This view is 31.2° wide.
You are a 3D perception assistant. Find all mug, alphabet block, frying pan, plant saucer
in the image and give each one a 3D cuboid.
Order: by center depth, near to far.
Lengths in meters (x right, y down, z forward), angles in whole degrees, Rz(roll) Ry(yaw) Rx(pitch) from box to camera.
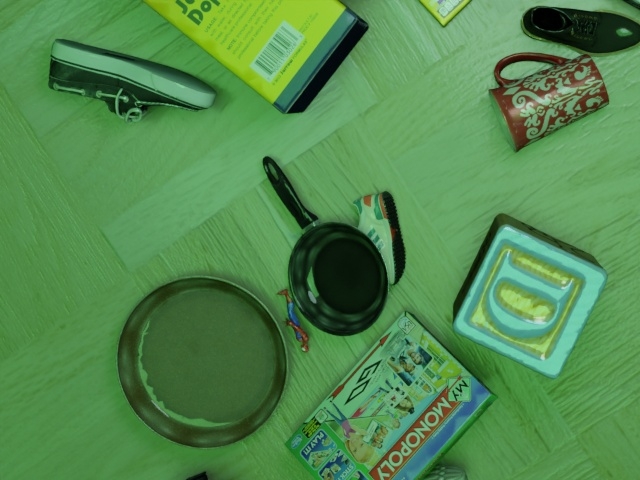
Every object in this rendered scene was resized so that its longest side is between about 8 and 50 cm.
[{"bbox_3d":[0.334,0.084,1.860,0.192,0.197,0.194,27,99,4],"label":"alphabet block"},{"bbox_3d":[0.366,-0.244,1.861,0.169,0.113,0.150,-23,95,6],"label":"mug"},{"bbox_3d":[-0.012,0.025,1.968,0.326,0.053,0.197,40,116,19],"label":"frying pan"},{"bbox_3d":[-0.206,0.212,2.022,0.310,0.050,0.311,1,98,7],"label":"plant saucer"}]

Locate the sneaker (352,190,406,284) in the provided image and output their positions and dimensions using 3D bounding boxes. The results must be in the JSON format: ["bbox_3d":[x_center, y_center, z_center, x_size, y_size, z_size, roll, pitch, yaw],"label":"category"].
[{"bbox_3d":[0.096,-0.002,1.960,0.075,0.057,0.161,-7,98,26],"label":"sneaker"}]

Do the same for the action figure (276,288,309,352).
[{"bbox_3d":[-0.047,0.142,1.999,0.030,0.038,0.115,-26,92,-12],"label":"action figure"}]

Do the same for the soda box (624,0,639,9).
[{"bbox_3d":[0.498,-0.435,1.828,0.286,0.091,0.098,30,101,3],"label":"soda box"}]

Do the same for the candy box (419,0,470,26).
[{"bbox_3d":[0.242,-0.462,1.891,0.206,0.027,0.105,-44,87,10],"label":"candy box"}]

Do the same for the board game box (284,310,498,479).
[{"bbox_3d":[0.116,0.306,1.937,0.317,0.046,0.213,-49,62,6],"label":"board game box"}]

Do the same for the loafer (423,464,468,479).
[{"bbox_3d":[0.116,0.480,1.988,0.319,0.112,0.112,-23,98,17],"label":"loafer"}]

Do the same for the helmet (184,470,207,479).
[{"bbox_3d":[-0.214,0.496,2.000,0.169,0.161,0.170,1,97,7],"label":"helmet"}]

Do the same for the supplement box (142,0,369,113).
[{"bbox_3d":[-0.123,-0.390,1.863,0.356,0.194,0.195,39,100,1],"label":"supplement box"}]

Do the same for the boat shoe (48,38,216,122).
[{"bbox_3d":[-0.326,-0.255,1.950,0.306,0.113,0.105,16,105,8],"label":"boat shoe"}]

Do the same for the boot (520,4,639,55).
[{"bbox_3d":[0.422,-0.336,1.827,0.197,0.137,0.077,4,98,6],"label":"boot"}]
